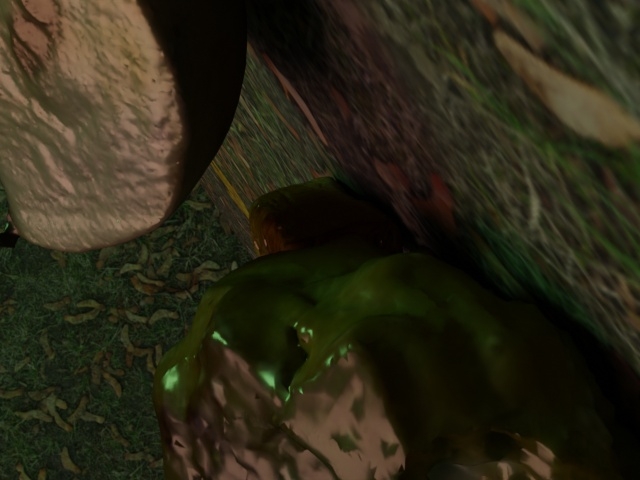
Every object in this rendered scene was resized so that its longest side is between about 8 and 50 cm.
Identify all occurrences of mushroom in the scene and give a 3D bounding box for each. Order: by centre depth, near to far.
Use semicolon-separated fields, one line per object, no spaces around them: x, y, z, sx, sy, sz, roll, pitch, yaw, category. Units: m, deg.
-0.092;-0.127;0.448;0.173;0.162;0.236;6;127;33;mushroom

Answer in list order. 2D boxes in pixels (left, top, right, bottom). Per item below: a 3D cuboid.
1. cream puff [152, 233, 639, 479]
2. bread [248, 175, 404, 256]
0.055;0.122;0.422;0.281;0.185;0.282;13;109;44;cream puff
0.000;0.000;0.544;0.132;0.074;0.053;-146;40;-69;bread
